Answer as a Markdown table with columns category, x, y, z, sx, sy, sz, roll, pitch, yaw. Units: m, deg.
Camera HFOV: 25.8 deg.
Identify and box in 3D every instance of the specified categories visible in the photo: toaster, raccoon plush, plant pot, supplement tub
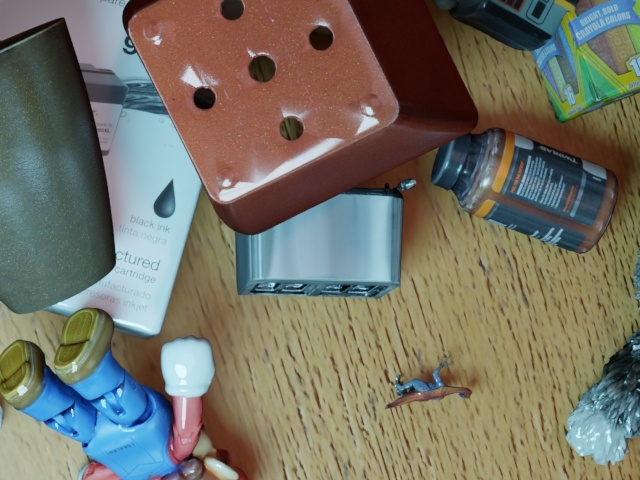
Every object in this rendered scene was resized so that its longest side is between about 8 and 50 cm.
| category | x | y | z | sx | sy | sz | roll | pitch | yaw |
| --- | --- | --- | --- | --- | --- | --- | --- | --- | --- |
| toaster | 0.000 | 0.000 | 1.498 | 0.168 | 0.186 | 0.110 | 1 | 80 | -10 |
| raccoon plush | 0.381 | 0.011 | 1.490 | 0.299 | 0.216 | 0.446 | 43 | 78 | -31 |
| plant pot | -0.286 | -0.057 | 1.291 | 0.215 | 0.215 | 0.230 | -26 | 105 | -11 |
| plant pot | -0.031 | -0.159 | 1.273 | 0.267 | 0.236 | 0.267 | -26 | 94 | 10 |
| supplement tub | 0.228 | -0.063 | 1.582 | 0.198 | 0.106 | 0.106 | 20 | 82 | -8 |

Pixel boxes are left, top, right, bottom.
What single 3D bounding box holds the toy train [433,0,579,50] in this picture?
| category | x | y | z | sx | sy | sz | roll | pitch | yaw |
| --- | --- | --- | --- | --- | --- | --- | --- | --- | --- |
| toy train | 0.144 | -0.335 | 1.436 | 0.334 | 0.142 | 0.190 | 25 | 92 | -21 |

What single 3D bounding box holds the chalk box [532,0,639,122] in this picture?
| category | x | y | z | sx | sy | sz | roll | pitch | yaw |
| --- | --- | --- | --- | --- | --- | --- | --- | --- | --- |
| chalk box | 0.313 | -0.264 | 1.602 | 0.132 | 0.132 | 0.213 | -21 | 88 | -11 |

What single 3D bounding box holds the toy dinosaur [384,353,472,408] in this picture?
| category | x | y | z | sx | sy | sz | roll | pitch | yaw |
| --- | --- | --- | --- | --- | --- | --- | --- | --- | --- |
| toy dinosaur | 0.125 | 0.173 | 1.563 | 0.082 | 0.047 | 0.090 | 13 | 50 | 18 |

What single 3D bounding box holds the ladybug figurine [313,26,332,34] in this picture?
| category | x | y | z | sx | sy | sz | roll | pitch | yaw |
| --- | --- | --- | --- | --- | --- | --- | --- | --- | --- |
| ladybug figurine | -0.025 | -0.431 | 1.545 | 0.305 | 0.162 | 0.449 | -36 | 92 | -11 |

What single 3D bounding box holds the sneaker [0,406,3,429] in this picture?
| category | x | y | z | sx | sy | sz | roll | pitch | yaw |
| --- | --- | --- | --- | --- | --- | --- | --- | --- | --- |
| sneaker | -0.442 | 0.261 | 1.443 | 0.118 | 0.110 | 0.292 | 37 | 80 | -13 |

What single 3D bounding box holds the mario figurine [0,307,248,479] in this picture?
| category | x | y | z | sx | sy | sz | roll | pitch | yaw |
| --- | --- | --- | --- | --- | --- | --- | --- | --- | --- |
| mario figurine | -0.187 | 0.188 | 1.441 | 0.320 | 0.198 | 0.170 | 53 | 57 | -36 |

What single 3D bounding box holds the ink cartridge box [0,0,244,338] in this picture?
| category | x | y | z | sx | sy | sz | roll | pitch | yaw |
| --- | --- | --- | --- | --- | --- | --- | --- | --- | --- |
| ink cartridge box | -0.256 | -0.123 | 1.474 | 0.285 | 0.166 | 0.394 | 16 | 82 | -8 |
